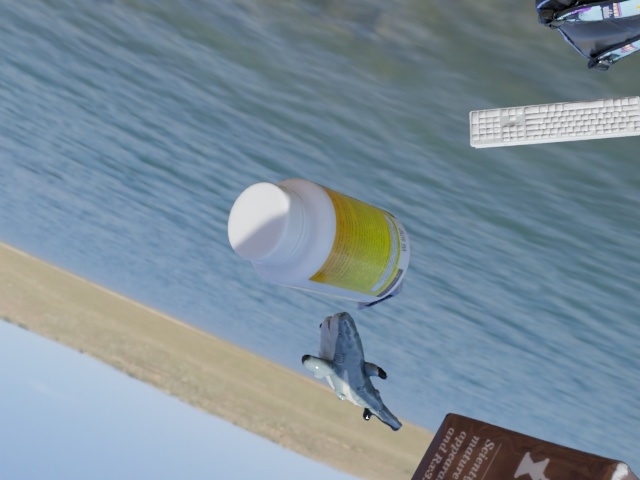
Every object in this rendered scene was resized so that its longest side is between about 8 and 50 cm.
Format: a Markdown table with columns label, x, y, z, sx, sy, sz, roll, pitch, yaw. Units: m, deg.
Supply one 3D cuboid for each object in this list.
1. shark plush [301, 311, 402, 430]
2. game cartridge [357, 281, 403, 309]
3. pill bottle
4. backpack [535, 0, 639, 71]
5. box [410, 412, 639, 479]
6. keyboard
| label | x | y | z | sx | sy | sz | roll | pitch | yaw |
| --- | --- | --- | --- | --- | --- | --- | --- | --- | --- |
| shark plush | 0.042 | 0.155 | 0.865 | 0.067 | 0.161 | 0.073 | -23 | -173 | 30 |
| game cartridge | 0.080 | 0.059 | 1.082 | 0.017 | 0.056 | 0.083 | 23 | 144 | -34 |
| pill bottle | 0.000 | 0.000 | 0.869 | 0.117 | 0.117 | 0.215 | 16 | 179 | 39 |
| backpack | 0.298 | -0.250 | 0.711 | 0.173 | 0.116 | 0.158 | -14 | 161 | 38 |
| box | 0.185 | 0.298 | 0.495 | 0.381 | 0.191 | 0.143 | 46 | 157 | -28 |
| keyboard | 0.361 | -0.183 | 1.200 | 0.256 | 0.072 | 0.014 | -3 | 153 | 13 |
